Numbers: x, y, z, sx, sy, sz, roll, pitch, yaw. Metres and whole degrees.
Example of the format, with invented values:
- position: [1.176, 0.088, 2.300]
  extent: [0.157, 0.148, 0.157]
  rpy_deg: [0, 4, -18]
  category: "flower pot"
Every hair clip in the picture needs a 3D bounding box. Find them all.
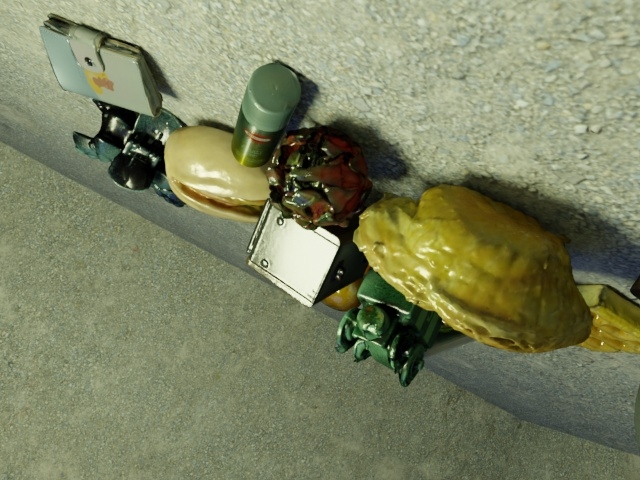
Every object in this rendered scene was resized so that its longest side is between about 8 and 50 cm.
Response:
- position: [-0.407, -0.210, 1.281]
  extent: [0.310, 0.194, 0.206]
  rpy_deg: [29, 178, -20]
  category: "hair clip"

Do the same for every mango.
- position: [0.046, 0.137, 1.785]
  extent: [0.193, 0.146, 0.316]
  rpy_deg: [30, 180, -11]
  category: "mango"

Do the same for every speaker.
- position: [0.000, 0.000, 1.079]
  extent: [0.192, 0.153, 0.231]
  rpy_deg: [32, -156, 19]
  category: "speaker"

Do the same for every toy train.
- position: [0.160, 0.175, 1.201]
  extent: [0.167, 0.238, 0.299]
  rpy_deg: [19, 162, 27]
  category: "toy train"

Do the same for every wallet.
- position: [-0.410, -0.327, 1.040]
  extent: [0.231, 0.069, 0.170]
  rpy_deg: [20, 148, 12]
  category: "wallet"

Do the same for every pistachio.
- position: [-0.192, -0.139, 1.157]
  extent: [0.299, 0.187, 0.187]
  rpy_deg: [21, 166, 2]
  category: "pistachio"

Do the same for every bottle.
- position: [-0.097, -0.196, 0.914]
  extent: [0.082, 0.082, 0.286]
  rpy_deg: [29, 166, -8]
  category: "bottle"

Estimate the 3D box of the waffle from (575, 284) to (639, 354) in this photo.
- position: [0.544, 0.159, 1.103]
  extent: [0.221, 0.055, 0.248]
  rpy_deg: [30, 165, -15]
  category: "waffle"

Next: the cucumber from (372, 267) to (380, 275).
- position: [0.103, 0.014, 1.001]
  extent: [0.062, 0.078, 0.211]
  rpy_deg: [-10, 160, 17]
  category: "cucumber"

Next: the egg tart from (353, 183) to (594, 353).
- position: [0.255, 0.021, 0.841]
  extent: [0.339, 0.153, 0.351]
  rpy_deg: [-1, -145, -40]
  category: "egg tart"

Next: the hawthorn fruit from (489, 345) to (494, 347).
- position: [0.366, 0.115, 1.048]
  extent: [0.188, 0.169, 0.169]
  rpy_deg: [-24, 140, 24]
  category: "hawthorn fruit"

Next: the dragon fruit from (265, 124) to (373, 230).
- position: [-0.003, -0.102, 0.895]
  extent: [0.182, 0.188, 0.182]
  rpy_deg: [5, 127, 6]
  category: "dragon fruit"

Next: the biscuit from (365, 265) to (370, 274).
- position: [0.248, 0.078, 1.311]
  extent: [0.350, 0.078, 0.455]
  rpy_deg: [26, 166, 16]
  category: "biscuit"

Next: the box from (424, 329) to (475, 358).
- position: [0.344, 0.241, 1.432]
  extent: [0.285, 0.044, 0.142]
  rpy_deg: [-15, -175, -21]
  category: "box"

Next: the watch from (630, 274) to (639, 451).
- position: [0.561, 0.219, 0.709]
  extent: [0.335, 0.327, 0.314]
  rpy_deg: [27, 166, 2]
  category: "watch"

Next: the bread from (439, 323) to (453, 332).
- position: [0.282, 0.188, 1.387]
  extent: [0.139, 0.071, 0.130]
  rpy_deg: [15, 158, 37]
  category: "bread"
